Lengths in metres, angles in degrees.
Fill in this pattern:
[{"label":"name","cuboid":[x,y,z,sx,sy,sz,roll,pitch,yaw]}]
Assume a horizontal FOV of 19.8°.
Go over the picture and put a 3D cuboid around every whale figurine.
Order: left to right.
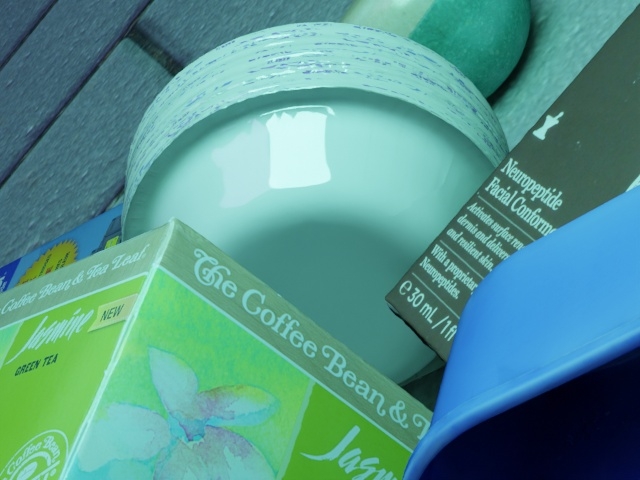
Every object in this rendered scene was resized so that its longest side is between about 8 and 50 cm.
[{"label":"whale figurine","cuboid":[0.093,-0.175,1.571,0.216,0.141,0.272,-56,3,-9]}]

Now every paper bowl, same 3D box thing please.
[{"label":"paper bowl","cuboid":[0.000,0.000,1.293,0.284,0.284,0.148,-37,30,26]}]

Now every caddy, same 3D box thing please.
[{"label":"caddy","cuboid":[0.199,0.106,0.911,0.341,0.241,0.179,-31,29,35]}]

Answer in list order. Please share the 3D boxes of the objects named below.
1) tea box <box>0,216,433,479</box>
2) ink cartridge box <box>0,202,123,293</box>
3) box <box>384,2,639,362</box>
[{"label":"tea box","cuboid":[-0.084,0.223,1.100,0.220,0.329,0.323,-21,40,45]},{"label":"ink cartridge box","cuboid":[-0.201,0.124,1.606,0.395,0.151,0.270,-27,36,42]},{"label":"box","cuboid":[0.234,-0.035,1.143,0.381,0.143,0.191,-49,27,2]}]
